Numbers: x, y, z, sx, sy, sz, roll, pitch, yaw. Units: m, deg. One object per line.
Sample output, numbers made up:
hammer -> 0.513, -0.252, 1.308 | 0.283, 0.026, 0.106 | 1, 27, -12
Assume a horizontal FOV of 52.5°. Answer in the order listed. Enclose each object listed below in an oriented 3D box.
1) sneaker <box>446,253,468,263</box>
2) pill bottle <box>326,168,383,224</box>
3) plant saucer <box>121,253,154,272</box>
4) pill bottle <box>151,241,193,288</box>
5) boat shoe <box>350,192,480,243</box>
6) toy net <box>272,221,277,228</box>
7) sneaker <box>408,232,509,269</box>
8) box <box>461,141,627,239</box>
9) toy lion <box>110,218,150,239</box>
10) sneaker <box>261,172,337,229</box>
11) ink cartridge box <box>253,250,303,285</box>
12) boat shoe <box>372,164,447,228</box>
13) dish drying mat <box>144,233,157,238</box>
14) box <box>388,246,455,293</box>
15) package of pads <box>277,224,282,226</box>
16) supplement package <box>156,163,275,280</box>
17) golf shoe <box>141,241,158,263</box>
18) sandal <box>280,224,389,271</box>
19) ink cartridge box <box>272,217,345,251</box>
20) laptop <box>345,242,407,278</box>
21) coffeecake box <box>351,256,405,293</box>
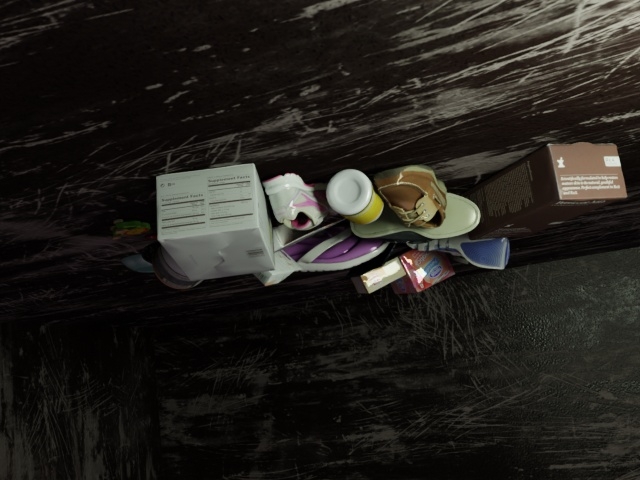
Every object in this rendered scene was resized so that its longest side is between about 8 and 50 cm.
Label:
sneaker -> 0.461, -0.002, 2.244 | 0.083, 0.118, 0.222 | 16, -172, -27
pill bottle -> 0.087, -0.093, 1.481 | 0.103, 0.103, 0.184 | -11, 167, 17
plant saucer -> -0.540, 0.075, 2.087 | 0.195, 0.037, 0.195 | -7, 168, -1
pill bottle -> -0.336, 0.027, 1.667 | 0.162, 0.162, 0.278 | -2, 167, -23
boat shoe -> 0.257, -0.051, 1.738 | 0.340, 0.127, 0.113 | -9, 170, 18
toy net -> -0.176, -0.027, 1.816 | 0.122, 0.045, 0.232 | -28, 169, 4
sneaker -> 0.434, -0.009, 1.998 | 0.316, 0.127, 0.182 | 14, -169, 27
box -> 0.532, -0.110, 1.594 | 0.191, 0.143, 0.381 | -3, 166, -18
toy lion -> -0.475, -0.031, 1.633 | 0.096, 0.034, 0.100 | -9, 170, -26
sneaker -> -0.036, -0.073, 1.479 | 0.103, 0.111, 0.252 | -16, 166, 36
ink cartridge box -> -0.144, 0.053, 1.752 | 0.045, 0.145, 0.179 | -53, 161, 16
boat shoe -> 0.227, -0.094, 1.518 | 0.123, 0.119, 0.324 | -14, 167, 29
dish drying mat -> -0.446, -0.009, 1.803 | 0.032, 0.008, 0.083 | -15, 166, 32
box -> 0.332, 0.094, 2.279 | 0.154, 0.142, 0.300 | -25, 178, -10
package of pads -> -0.086, -0.027, 1.877 | 0.050, 0.032, 0.083 | -9, 169, 22
supplement package -> -0.215, -0.031, 1.390 | 0.204, 0.145, 0.262 | -7, 159, 1
golf shoe -> -0.435, 0.041, 1.868 | 0.198, 0.077, 0.094 | -2, 174, -45
sandal -> -0.001, 0.010, 1.915 | 0.416, 0.169, 0.102 | -10, 128, 14
ink cartridge box -> -0.061, -0.026, 1.651 | 0.239, 0.060, 0.275 | -27, 180, 20
laptop -> 0.247, 0.046, 2.166 | 0.136, 0.264, 0.234 | 41, 151, -12
coffeecake box -> 0.193, 0.120, 2.206 | 0.142, 0.068, 0.185 | -26, 180, -9
